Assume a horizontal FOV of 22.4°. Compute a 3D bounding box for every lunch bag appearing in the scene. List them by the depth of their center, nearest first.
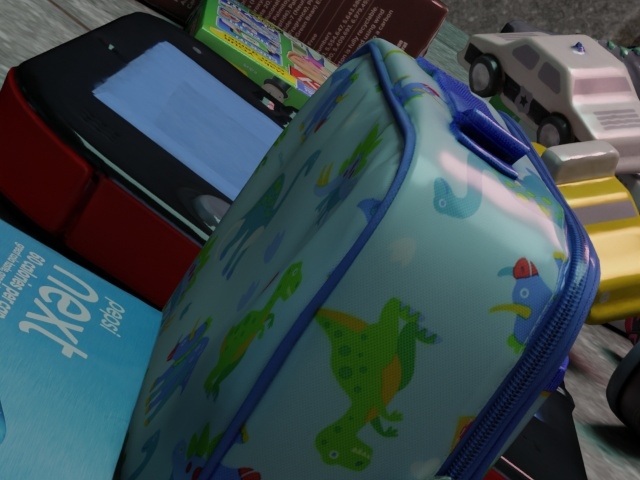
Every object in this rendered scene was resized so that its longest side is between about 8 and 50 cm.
[{"bbox_3d":[0.010,0.025,0.556,0.090,0.176,0.219,31,13,-12],"label":"lunch bag"}]

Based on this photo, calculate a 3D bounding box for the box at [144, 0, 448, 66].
[{"bbox_3d":[-0.091,-0.268,1.453,0.381,0.143,0.191,25,16,-27],"label":"box"}]

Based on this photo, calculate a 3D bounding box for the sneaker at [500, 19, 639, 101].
[{"bbox_3d":[0.278,-0.162,1.501,0.223,0.098,0.083,35,13,12],"label":"sneaker"}]

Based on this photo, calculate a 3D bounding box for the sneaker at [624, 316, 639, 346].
[{"bbox_3d":[0.360,0.091,1.291,0.299,0.121,0.112,19,18,-48],"label":"sneaker"}]

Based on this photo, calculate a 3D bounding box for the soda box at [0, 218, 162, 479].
[{"bbox_3d":[-0.096,0.059,0.418,0.071,0.067,0.210,32,13,-8],"label":"soda box"}]

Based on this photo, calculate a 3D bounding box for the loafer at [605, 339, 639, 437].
[{"bbox_3d":[0.295,0.119,1.077,0.302,0.109,0.095,21,22,-53],"label":"loafer"}]

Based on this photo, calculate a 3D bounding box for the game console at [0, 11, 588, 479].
[{"bbox_3d":[0.000,0.000,0.884,0.342,0.060,0.386,33,14,-3],"label":"game console"}]

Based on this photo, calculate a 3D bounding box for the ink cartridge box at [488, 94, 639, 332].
[{"bbox_3d":[0.272,-0.015,1.448,0.211,0.121,0.289,26,16,-28],"label":"ink cartridge box"}]

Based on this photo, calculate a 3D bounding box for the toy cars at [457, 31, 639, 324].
[{"bbox_3d":[0.187,-0.081,1.227,0.176,0.087,0.394,17,32,-1],"label":"toy cars"}]

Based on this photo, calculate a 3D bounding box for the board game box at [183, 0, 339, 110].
[{"bbox_3d":[0.031,-0.088,1.300,0.317,0.046,0.213,31,13,-11],"label":"board game box"}]
